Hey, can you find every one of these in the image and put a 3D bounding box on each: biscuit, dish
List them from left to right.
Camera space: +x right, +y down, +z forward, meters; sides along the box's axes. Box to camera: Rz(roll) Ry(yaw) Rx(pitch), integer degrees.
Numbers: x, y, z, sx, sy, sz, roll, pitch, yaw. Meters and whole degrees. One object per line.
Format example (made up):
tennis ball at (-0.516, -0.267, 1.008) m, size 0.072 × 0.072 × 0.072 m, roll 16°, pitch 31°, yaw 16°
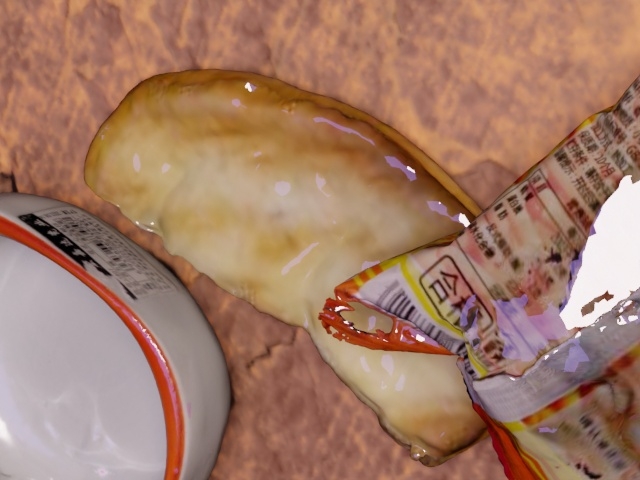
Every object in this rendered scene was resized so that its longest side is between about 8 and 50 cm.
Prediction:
dish at (-0.159, 0.087, 1.087) m, size 0.256 × 0.117 × 0.256 m, roll 8°, pitch 108°, yaw 26°
biscuit at (0.001, -0.004, 1.016) m, size 0.299 × 0.045 × 0.154 m, roll 39°, pitch 120°, yaw 14°

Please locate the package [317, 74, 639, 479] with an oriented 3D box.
package at (0.171, 0.033, 0.881) m, size 0.288 × 0.108 × 0.223 m, roll -39°, pitch 93°, yaw 16°
